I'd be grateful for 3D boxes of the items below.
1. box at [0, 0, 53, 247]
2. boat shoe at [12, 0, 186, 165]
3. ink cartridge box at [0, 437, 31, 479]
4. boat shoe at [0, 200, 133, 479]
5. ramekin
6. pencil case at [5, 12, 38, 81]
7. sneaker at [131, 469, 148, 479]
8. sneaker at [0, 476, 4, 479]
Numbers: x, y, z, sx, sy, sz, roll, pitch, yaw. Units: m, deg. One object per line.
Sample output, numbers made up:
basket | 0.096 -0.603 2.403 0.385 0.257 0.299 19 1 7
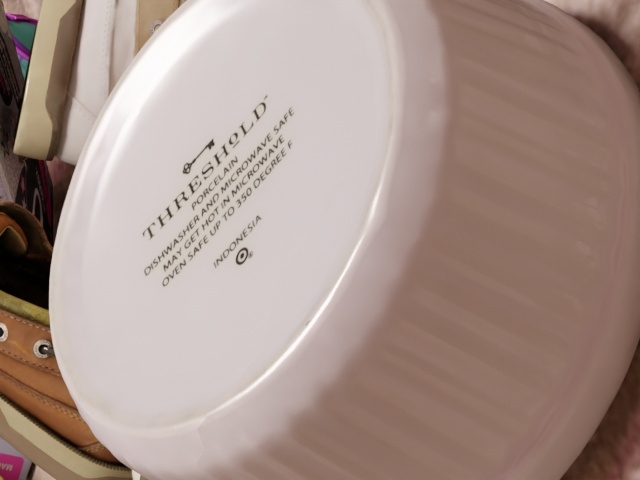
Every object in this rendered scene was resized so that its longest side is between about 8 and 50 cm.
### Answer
box | -0.269 -0.054 1.269 0.247 0.163 0.142 83 -179 -51
boat shoe | -0.111 -0.189 1.221 0.113 0.103 0.302 167 115 -79
ink cartridge box | -0.293 0.257 1.372 0.186 0.065 0.311 21 92 63
boat shoe | -0.198 0.019 1.116 0.104 0.307 0.111 -62 -6 28
ramekin | 0.000 0.000 0.823 0.273 0.127 0.273 -26 52 38
pencil case | -0.239 -0.098 1.458 0.152 0.064 0.070 -54 49 33
sneaker | -0.046 0.079 0.994 0.086 0.064 0.192 -112 38 -59
sneaker | -0.230 0.203 1.171 0.091 0.126 0.240 -45 50 14
